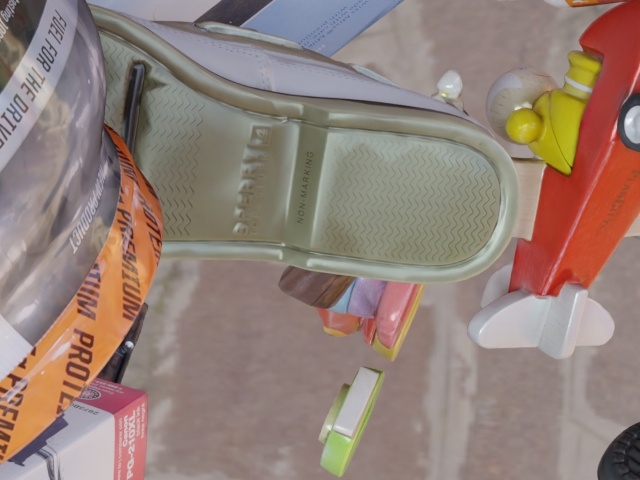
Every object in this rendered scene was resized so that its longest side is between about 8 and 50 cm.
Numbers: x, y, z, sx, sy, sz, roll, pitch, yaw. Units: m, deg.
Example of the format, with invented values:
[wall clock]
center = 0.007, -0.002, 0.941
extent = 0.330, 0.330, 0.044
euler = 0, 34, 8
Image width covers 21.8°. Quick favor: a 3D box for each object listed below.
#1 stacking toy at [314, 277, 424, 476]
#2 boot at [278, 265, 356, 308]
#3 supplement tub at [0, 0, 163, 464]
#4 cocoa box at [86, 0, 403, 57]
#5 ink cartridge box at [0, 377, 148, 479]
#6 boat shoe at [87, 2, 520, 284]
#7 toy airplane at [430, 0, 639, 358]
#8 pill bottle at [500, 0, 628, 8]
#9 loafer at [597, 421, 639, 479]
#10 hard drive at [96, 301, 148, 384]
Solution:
[stacking toy]
center = 0.022, 0.104, 1.884
extent = 0.130, 0.309, 0.280
euler = 23, 72, 7
[boot]
center = 0.000, 0.000, 1.040
extent = 0.106, 0.114, 0.037
euler = 15, 44, -39
[supplement tub]
center = -0.190, -0.075, 0.450
extent = 0.193, 0.193, 0.316
euler = -51, 126, -20
[cocoa box]
center = -0.083, -0.215, 0.949
extent = 0.347, 0.228, 0.231
euler = -37, 71, 9
[ink cartridge box]
center = -0.271, 0.180, 1.311
extent = 0.237, 0.172, 0.100
euler = -31, 130, -60
[boat shoe]
center = -0.061, -0.049, 0.786
extent = 0.302, 0.103, 0.113
euler = 16, 103, -8
[toy airplane]
center = 0.257, -0.067, 1.775
extent = 0.384, 0.272, 0.386
euler = -33, 141, 0
[pill bottle]
center = 0.254, -0.269, 1.466
extent = 0.121, 0.216, 0.121
euler = 16, 72, -62
[loafer]
center = 0.241, 0.157, 1.002
extent = 0.220, 0.080, 0.078
euler = 1, 119, -42
[hard drive]
center = -0.332, 0.142, 1.745
extent = 0.237, 0.064, 0.339
euler = 34, 43, -19
